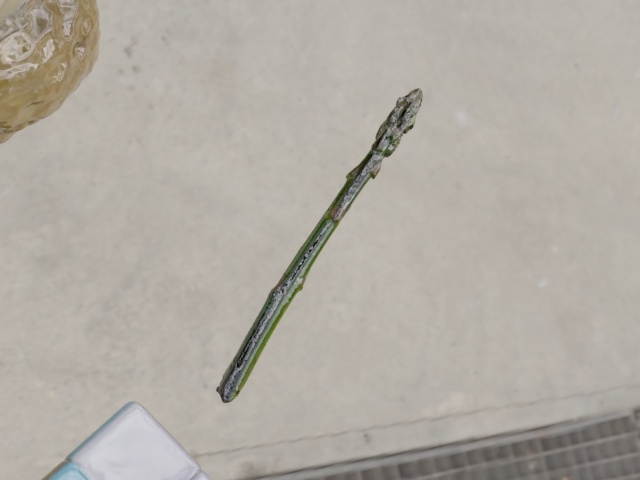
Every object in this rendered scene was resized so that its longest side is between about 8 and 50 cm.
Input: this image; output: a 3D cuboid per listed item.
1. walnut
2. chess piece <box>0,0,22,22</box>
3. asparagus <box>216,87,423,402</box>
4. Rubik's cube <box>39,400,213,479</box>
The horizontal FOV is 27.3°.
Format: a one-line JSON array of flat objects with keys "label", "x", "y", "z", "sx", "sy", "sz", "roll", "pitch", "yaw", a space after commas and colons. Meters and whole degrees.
[{"label": "walnut", "x": -0.233, "y": -0.143, "z": 0.900, "sx": 0.155, "sy": 0.155, "sz": 0.184, "roll": 53, "pitch": 36, "yaw": -12}, {"label": "chess piece", "x": -0.155, "y": -0.119, "z": 0.491, "sx": 0.117, "sy": 0.117, "sz": 0.397, "roll": 57, "pitch": 26, "yaw": -9}, {"label": "asparagus", "x": 0.000, "y": 0.000, "z": 0.584, "sx": 0.016, "sy": 0.013, "sz": 0.166, "roll": 39, "pitch": 80, "yaw": -39}, {"label": "Rubik's cube", "x": -0.253, "y": 0.455, "z": 1.498, "sx": 0.347, "sy": 0.344, "sz": 0.346, "roll": 44, "pitch": 54, "yaw": 5}]
